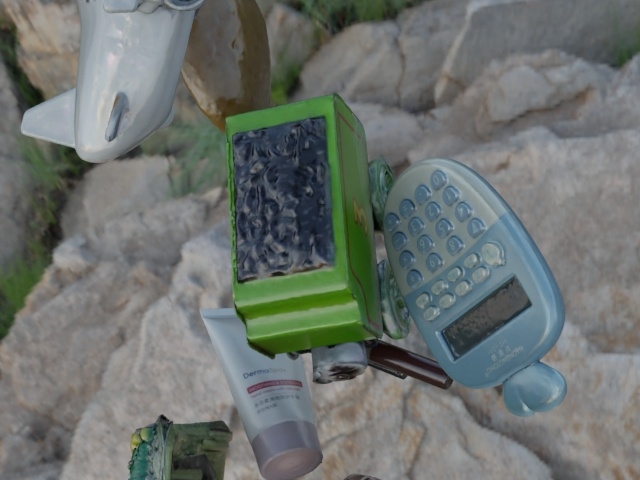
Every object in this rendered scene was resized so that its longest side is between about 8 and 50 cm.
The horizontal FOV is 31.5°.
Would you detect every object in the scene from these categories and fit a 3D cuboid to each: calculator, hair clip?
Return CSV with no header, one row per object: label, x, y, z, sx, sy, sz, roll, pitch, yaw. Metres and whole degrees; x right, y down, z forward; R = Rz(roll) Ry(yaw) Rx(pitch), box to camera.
calculator,0.165,0.051,1.219,0.042,0.188,0.303,-16,71,-44
hair clip,-0.181,0.275,1.346,0.091,0.321,0.138,4,79,9

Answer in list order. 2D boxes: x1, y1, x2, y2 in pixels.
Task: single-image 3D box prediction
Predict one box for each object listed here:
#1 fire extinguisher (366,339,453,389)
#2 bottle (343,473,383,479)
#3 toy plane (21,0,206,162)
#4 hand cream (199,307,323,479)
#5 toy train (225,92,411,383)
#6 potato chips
fire extinguisher,0.079,0.141,1.360,0.173,0.049,0.035,19,80,25
bottle,0.072,0.473,1.516,0.206,0.173,0.297,22,74,-20
toy plane,-0.153,-0.181,0.903,0.117,0.245,0.245,14,57,-10
hand cream,-0.064,0.182,1.464,0.133,0.083,0.248,-1,51,-26
toy train,0.000,0.000,1.301,0.173,0.249,0.307,-10,71,17
potato chips,-0.106,-0.226,1.361,0.049,0.150,0.202,-15,78,38
